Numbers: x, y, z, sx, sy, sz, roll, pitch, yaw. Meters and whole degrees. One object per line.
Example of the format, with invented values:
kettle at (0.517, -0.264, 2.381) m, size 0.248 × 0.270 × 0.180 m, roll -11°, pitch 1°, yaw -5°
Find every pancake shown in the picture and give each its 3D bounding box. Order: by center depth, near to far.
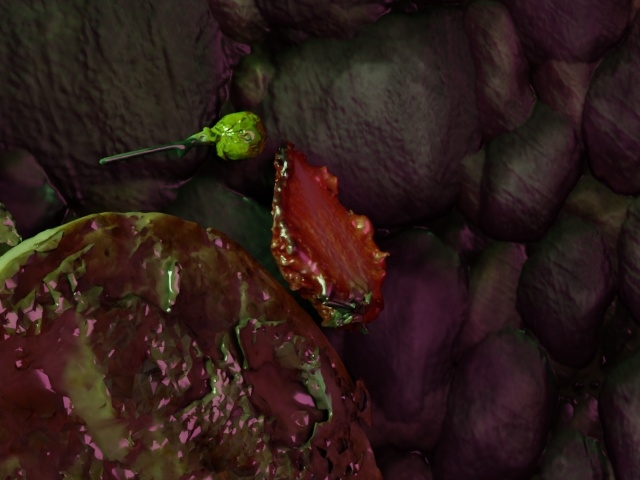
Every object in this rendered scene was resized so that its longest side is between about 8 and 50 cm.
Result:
pancake at (-0.095, 0.179, 0.671) m, size 0.382 × 0.071 × 0.382 m, roll 12°, pitch 71°, yaw -39°

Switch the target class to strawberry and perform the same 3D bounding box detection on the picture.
strawberry at (-0.002, 0.002, 0.795) m, size 0.104 × 0.048 × 0.152 m, roll 12°, pitch 47°, yaw -49°

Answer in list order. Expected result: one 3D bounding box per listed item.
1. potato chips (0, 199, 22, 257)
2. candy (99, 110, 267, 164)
potato chips at (-0.256, 0.032, 0.647) m, size 0.202 × 0.029 × 0.219 m, roll 15°, pitch 73°, yaw -30°
candy at (-0.093, -0.064, 0.774) m, size 0.123 × 0.035 × 0.035 m, roll -14°, pitch 80°, yaw -27°
